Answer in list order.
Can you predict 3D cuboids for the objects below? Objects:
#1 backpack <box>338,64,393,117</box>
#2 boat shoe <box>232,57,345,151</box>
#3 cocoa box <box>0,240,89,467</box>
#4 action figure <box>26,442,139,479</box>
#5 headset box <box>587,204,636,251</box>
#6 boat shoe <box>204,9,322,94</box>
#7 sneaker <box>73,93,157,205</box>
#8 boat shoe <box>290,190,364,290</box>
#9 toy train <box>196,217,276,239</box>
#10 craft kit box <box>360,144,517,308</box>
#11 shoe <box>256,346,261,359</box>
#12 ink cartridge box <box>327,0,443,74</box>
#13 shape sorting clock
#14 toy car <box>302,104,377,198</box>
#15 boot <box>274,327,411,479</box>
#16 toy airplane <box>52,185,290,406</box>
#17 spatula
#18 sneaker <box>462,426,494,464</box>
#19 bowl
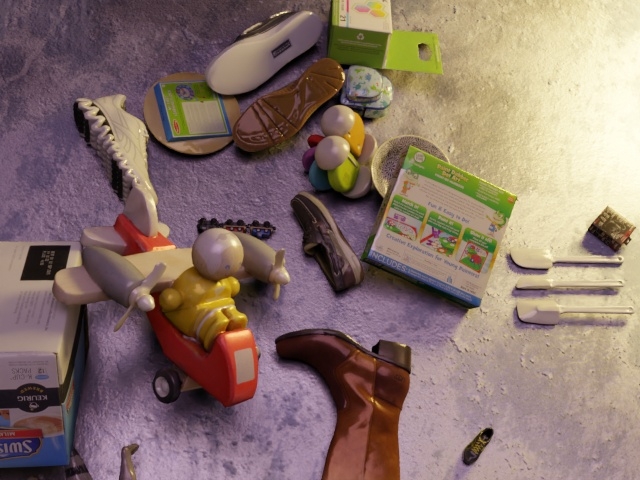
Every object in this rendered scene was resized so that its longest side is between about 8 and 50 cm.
[{"bbox_3d":[0.099,-0.318,2.149,0.114,0.084,0.105,8,63,-5],"label":"backpack"},{"bbox_3d":[-0.069,-0.277,2.114,0.285,0.089,0.105,-36,94,-18],"label":"boat shoe"},{"bbox_3d":[-0.516,0.181,1.652,0.231,0.228,0.347,0,29,-7],"label":"cocoa box"},{"bbox_3d":[-0.406,0.509,1.599,0.341,0.179,0.330,-11,54,-16],"label":"action figure"},{"bbox_3d":[0.610,-0.023,2.077,0.083,0.032,0.062,39,65,13],"label":"headset box"},{"bbox_3d":[-0.139,-0.417,2.169,0.301,0.108,0.102,-38,38,-21],"label":"boat shoe"},{"bbox_3d":[-0.391,-0.186,2.016,0.118,0.110,0.292,-22,66,-27],"label":"sneaker"},{"bbox_3d":[0.000,0.001,1.968,0.073,0.080,0.224,-28,73,-25],"label":"boat shoe"},{"bbox_3d":[-0.168,-0.022,1.991,0.158,0.027,0.036,3,65,-5],"label":"toy train"},{"bbox_3d":[0.234,-0.026,1.961,0.249,0.061,0.247,25,78,-10],"label":"craft kit box"},{"bbox_3d":[-0.203,0.191,1.851,0.178,0.063,0.081,35,59,8],"label":"shoe"},{"bbox_3d":[0.146,-0.462,2.193,0.255,0.097,0.189,5,40,-3],"label":"ink cartridge box"},{"bbox_3d":[-0.270,-0.268,2.103,0.206,0.040,0.206,9,59,-16],"label":"shape sorting clock"},{"bbox_3d":[0.028,-0.177,2.046,0.136,0.159,0.182,-8,57,29],"label":"toy car"},{"bbox_3d":[0.028,0.313,1.820,0.264,0.096,0.281,13,68,-8],"label":"boot"},{"bbox_3d":[-0.233,0.055,1.713,0.384,0.272,0.386,33,37,-17],"label":"toy airplane"},{"bbox_3d":[0.509,0.092,2.015,0.241,0.019,0.168,2,56,-7],"label":"spatula"},{"bbox_3d":[0.289,0.372,1.826,0.031,0.035,0.083,34,63,13],"label":"sneaker"},{"bbox_3d":[0.179,-0.123,2.050,0.170,0.080,0.170,4,68,-9],"label":"bowl"}]
